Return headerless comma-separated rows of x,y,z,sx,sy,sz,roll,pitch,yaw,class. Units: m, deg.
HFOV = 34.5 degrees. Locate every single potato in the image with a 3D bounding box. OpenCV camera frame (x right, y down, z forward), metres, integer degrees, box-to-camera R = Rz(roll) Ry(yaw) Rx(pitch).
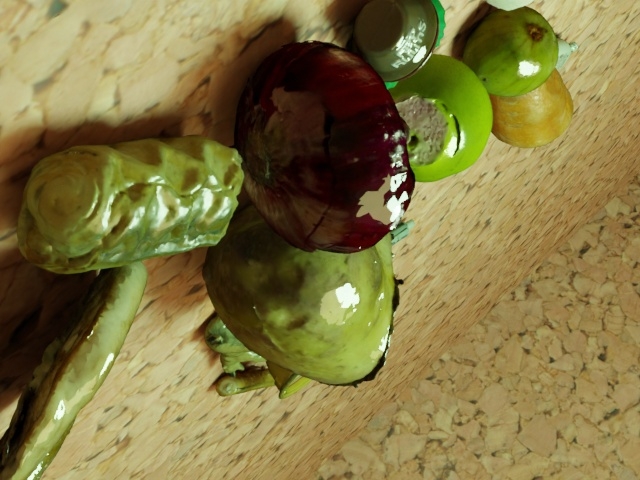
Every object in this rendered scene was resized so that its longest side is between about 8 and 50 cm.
-0.053,0.044,1.402,0.237,0.301,0.288,16,153,-42,potato

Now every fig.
0.289,-0.290,1.625,0.142,0.148,0.186,-55,-160,-13,fig

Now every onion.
0.017,-0.111,1.199,0.219,0.252,0.252,-22,152,-30,onion

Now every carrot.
0.344,-0.274,1.782,0.159,0.159,0.225,-46,149,-2,carrot

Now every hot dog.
-0.131,0.264,1.967,0.066,0.047,0.215,-14,173,22,hot dog

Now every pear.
0.162,-0.177,1.502,0.187,0.187,0.220,-53,180,19,pear

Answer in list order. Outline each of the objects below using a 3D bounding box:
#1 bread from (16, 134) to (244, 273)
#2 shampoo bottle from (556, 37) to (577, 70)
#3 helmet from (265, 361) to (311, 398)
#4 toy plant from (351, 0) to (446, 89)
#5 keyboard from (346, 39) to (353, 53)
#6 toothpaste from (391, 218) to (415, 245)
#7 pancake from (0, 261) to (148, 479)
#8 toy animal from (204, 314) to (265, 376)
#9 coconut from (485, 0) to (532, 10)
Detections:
-0.195,-0.039,1.057,0.152,0.130,0.267,-46,164,28,bread
0.447,-0.353,1.959,0.152,0.045,0.077,-28,153,-40,shampoo bottle
-0.022,0.157,1.832,0.205,0.140,0.257,-22,156,-54,helmet
0.098,-0.253,1.295,0.143,0.105,0.200,-60,165,12,toy plant
0.083,-0.270,1.376,0.155,0.010,0.053,-32,156,-38,keyboard
0.113,0.011,2.006,0.204,0.031,0.049,-33,156,-31,toothpaste
-0.303,0.187,1.157,0.382,0.071,0.382,-58,-172,13,pancake
-0.138,0.168,1.705,0.101,0.103,0.219,-26,163,-1,toy animal
0.264,-0.374,1.415,0.110,0.110,0.124,-50,155,10,coconut
